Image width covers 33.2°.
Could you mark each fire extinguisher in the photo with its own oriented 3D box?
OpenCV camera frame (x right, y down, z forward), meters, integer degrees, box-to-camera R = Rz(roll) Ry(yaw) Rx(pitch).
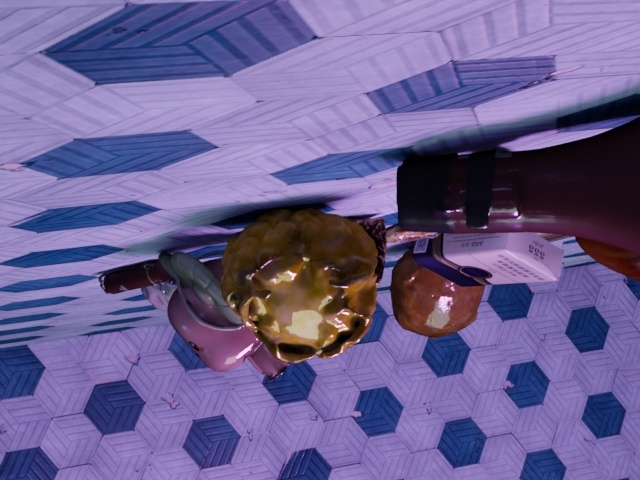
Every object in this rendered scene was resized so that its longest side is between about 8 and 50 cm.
[{"bbox_3d":[-0.348,0.069,1.969,0.158,0.043,0.064,-14,142,28],"label":"fire extinguisher"}]

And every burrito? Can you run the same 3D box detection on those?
[{"bbox_3d":[-0.235,0.093,2.146,0.229,0.089,0.144,-14,169,18],"label":"burrito"}]

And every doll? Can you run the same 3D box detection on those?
[{"bbox_3d":[-0.147,0.099,1.784,0.216,0.268,0.284,-48,-167,-12],"label":"doll"}]

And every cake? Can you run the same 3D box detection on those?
[{"bbox_3d":[-0.008,-0.008,1.812,0.246,0.135,0.112,23,154,-12],"label":"cake"}]

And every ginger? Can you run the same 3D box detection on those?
[{"bbox_3d":[0.261,0.106,2.384,0.200,0.223,0.269,-4,174,-14],"label":"ginger"}]

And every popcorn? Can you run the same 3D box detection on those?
[{"bbox_3d":[-0.023,0.062,1.603,0.250,0.250,0.190,-7,-152,-16],"label":"popcorn"}]

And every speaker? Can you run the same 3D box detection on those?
[{"bbox_3d":[0.279,-0.088,1.346,0.329,0.198,0.259,3,-142,21],"label":"speaker"}]

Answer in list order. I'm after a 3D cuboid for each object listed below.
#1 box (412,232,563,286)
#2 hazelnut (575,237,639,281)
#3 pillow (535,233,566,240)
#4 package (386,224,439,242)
[{"bbox_3d":[0.327,0.031,2.123,0.168,0.071,0.259,27,158,-33],"label":"box"},{"bbox_3d":[0.488,-0.030,1.598,0.229,0.229,0.229,-9,173,-1],"label":"hazelnut"},{"bbox_3d":[0.508,-0.027,2.288,0.208,0.052,0.212,-14,174,18],"label":"pillow"},{"bbox_3d":[0.170,-0.012,2.044,0.108,0.031,0.121,-7,173,-19],"label":"package"}]
